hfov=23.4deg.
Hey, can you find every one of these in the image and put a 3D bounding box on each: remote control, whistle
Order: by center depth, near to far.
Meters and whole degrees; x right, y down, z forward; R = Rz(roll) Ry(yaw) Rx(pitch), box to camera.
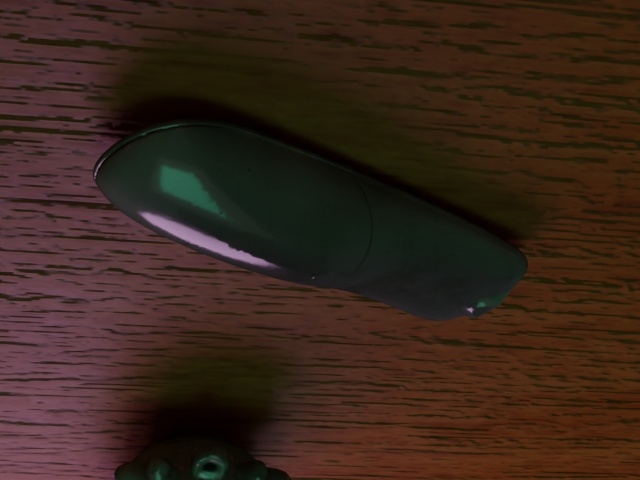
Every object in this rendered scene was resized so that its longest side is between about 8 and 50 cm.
[{"bbox_3d":[0.000,0.000,0.705,0.229,0.044,0.073,22,138,-36],"label":"remote control"},{"bbox_3d":[-0.087,0.190,0.961,0.102,0.105,0.253,27,140,7],"label":"whistle"}]
